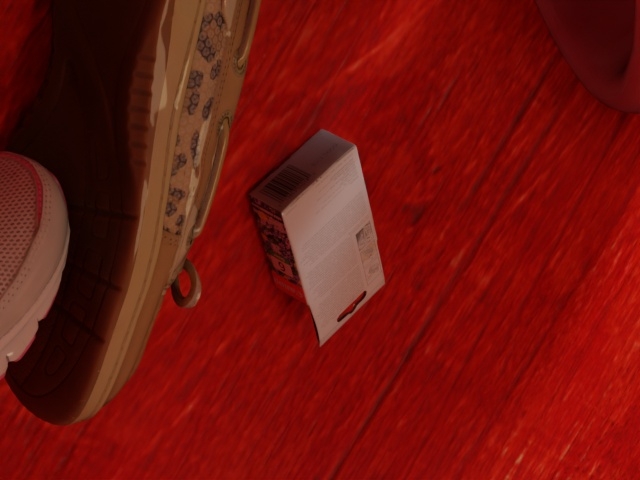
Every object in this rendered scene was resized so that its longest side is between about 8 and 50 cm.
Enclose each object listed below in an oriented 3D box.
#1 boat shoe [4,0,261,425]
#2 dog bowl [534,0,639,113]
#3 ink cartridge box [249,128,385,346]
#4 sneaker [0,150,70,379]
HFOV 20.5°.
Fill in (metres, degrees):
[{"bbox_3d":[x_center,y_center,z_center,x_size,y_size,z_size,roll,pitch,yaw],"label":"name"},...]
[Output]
[{"bbox_3d":[-0.077,-0.050,0.807,0.089,0.104,0.285,-1,113,-48],"label":"boat shoe"},{"bbox_3d":[0.149,-0.234,0.748,0.150,0.408,0.408,-16,135,0],"label":"dog bowl"},{"bbox_3d":[0.000,0.000,1.004,0.063,0.029,0.115,-43,142,-25],"label":"ink cartridge box"},{"bbox_3d":[-0.204,0.016,0.694,0.252,0.103,0.111,-32,137,-36],"label":"sneaker"}]
